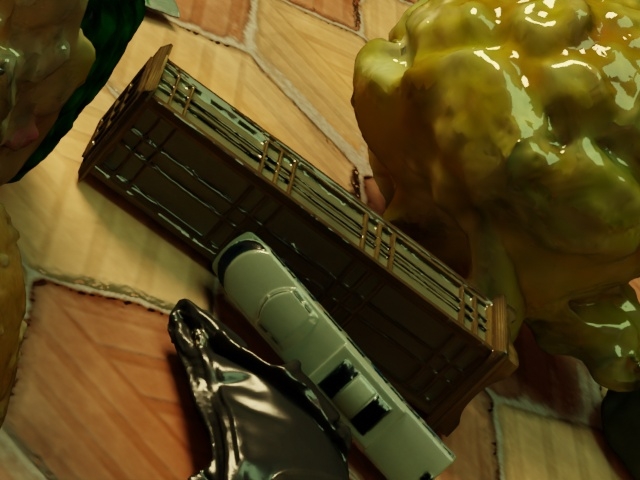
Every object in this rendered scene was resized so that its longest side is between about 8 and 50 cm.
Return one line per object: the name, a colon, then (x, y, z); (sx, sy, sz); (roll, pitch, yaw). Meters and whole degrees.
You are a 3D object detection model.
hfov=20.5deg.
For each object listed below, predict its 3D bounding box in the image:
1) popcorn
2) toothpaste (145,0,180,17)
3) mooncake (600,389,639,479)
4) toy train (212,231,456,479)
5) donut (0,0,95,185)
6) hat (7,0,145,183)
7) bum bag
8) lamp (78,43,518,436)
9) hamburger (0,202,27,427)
popcorn: (0.178, -0.070, 1.407); (0.274, 0.279, 0.335); (-10, 47, -40)
toothpaste: (-0.199, -0.302, 1.517); (0.075, 0.048, 0.297); (13, 40, -48)
mooncake: (0.315, 0.161, 1.451); (0.168, 0.104, 0.175); (36, 28, -30)
toy train: (0.004, 0.079, 1.163); (0.207, 0.043, 0.047); (48, 3, 7)
donut: (-0.295, -0.124, 0.748); (0.371, 0.307, 0.150); (29, 46, -29)
hat: (-0.183, -0.207, 1.026); (0.242, 0.332, 0.274); (35, 23, -19)
bum bag: (-0.027, 0.126, 1.039); (0.123, 0.060, 0.248); (28, 27, -28)
lamp: (-0.011, 0.002, 1.237); (0.325, 0.089, 0.090); (37, 24, -13)
hamburger: (-0.191, 0.071, 0.705); (0.135, 0.207, 0.155); (36, 20, -6)
